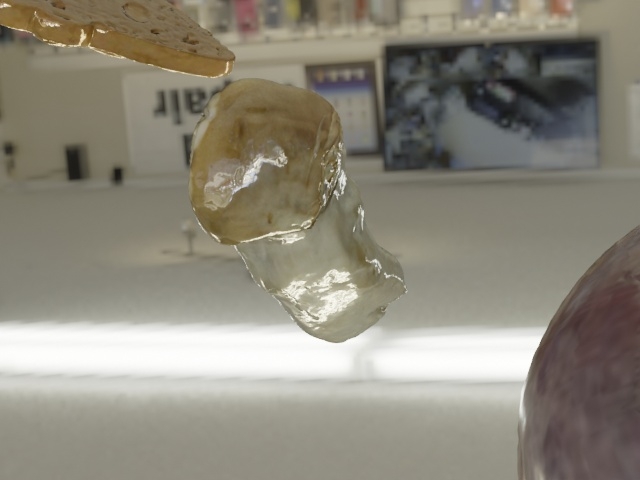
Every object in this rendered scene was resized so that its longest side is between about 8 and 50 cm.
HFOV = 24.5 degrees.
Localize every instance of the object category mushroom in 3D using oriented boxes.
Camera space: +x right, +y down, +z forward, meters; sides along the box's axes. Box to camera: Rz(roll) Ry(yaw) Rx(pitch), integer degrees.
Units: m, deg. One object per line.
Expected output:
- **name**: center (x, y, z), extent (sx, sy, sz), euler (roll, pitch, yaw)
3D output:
- **mushroom**: center (-0.003, 0.001, 0.594), extent (0.059, 0.054, 0.202), euler (-19, 154, 4)

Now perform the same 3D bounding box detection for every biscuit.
- **biscuit**: center (-0.176, -0.171, 1.029), extent (0.250, 0.035, 0.162), euler (24, -149, 0)

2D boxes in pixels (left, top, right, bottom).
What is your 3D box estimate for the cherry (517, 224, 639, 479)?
- **cherry**: center (0.196, 0.116, 0.665), extent (0.221, 0.307, 0.261), euler (7, -145, 0)
